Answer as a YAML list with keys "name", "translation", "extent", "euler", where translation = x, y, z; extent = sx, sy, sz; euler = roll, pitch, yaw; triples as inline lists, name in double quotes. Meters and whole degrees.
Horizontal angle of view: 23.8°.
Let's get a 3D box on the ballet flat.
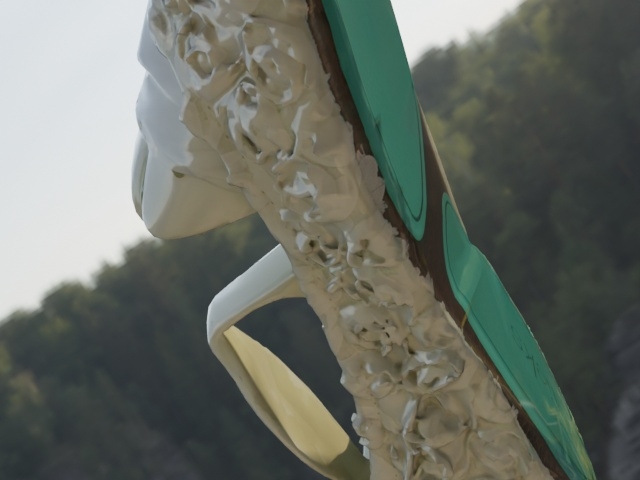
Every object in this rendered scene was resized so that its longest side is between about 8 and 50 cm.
- name: "ballet flat"
  translation: [0.000, 0.000, 0.631]
  extent: [0.147, 0.409, 0.147]
  euler: [-19, 33, 13]
